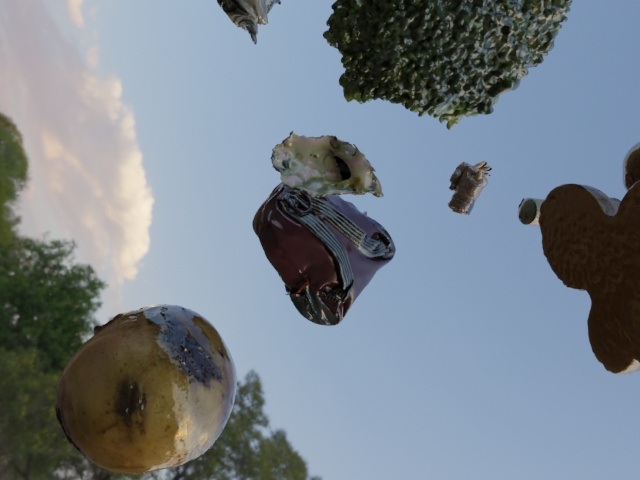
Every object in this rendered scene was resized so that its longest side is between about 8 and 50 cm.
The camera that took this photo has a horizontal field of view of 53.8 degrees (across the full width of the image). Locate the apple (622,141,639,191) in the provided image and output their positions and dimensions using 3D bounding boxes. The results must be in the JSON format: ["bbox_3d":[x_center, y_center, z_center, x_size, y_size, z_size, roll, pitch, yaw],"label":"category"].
[{"bbox_3d":[0.647,-0.138,1.216,0.102,0.126,0.126,174,-100,-88],"label":"apple"}]

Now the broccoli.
[{"bbox_3d":[0.147,-0.259,0.757,0.260,0.288,0.235,131,-36,-62],"label":"broccoli"}]

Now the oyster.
[{"bbox_3d":[0.011,-0.139,1.198,0.072,0.209,0.133,95,-10,-77],"label":"oyster"}]

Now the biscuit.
[{"bbox_3d":[0.319,0.048,0.596,0.340,0.047,0.216,-122,-153,-59],"label":"biscuit"}]

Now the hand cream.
[{"bbox_3d":[0.423,-0.039,1.075,0.084,0.203,0.084,-177,-90,-67],"label":"hand cream"}]

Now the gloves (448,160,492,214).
[{"bbox_3d":[0.381,-0.139,1.651,0.094,0.144,0.110,20,-13,25],"label":"gloves"}]

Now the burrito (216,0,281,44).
[{"bbox_3d":[-0.146,-0.502,1.064,0.139,0.101,0.445,-45,-129,39],"label":"burrito"}]

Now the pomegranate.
[{"bbox_3d":[-0.299,0.257,1.103,0.322,0.322,0.322,31,-51,48],"label":"pomegranate"}]

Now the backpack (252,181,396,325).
[{"bbox_3d":[0.000,0.000,1.448,0.317,0.283,0.197,51,-30,-17],"label":"backpack"}]
